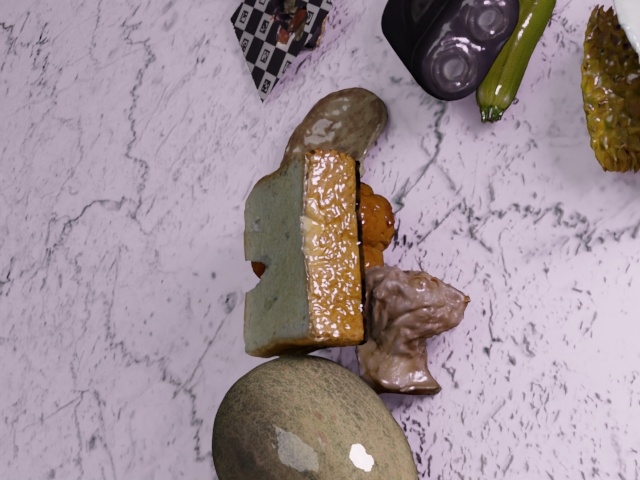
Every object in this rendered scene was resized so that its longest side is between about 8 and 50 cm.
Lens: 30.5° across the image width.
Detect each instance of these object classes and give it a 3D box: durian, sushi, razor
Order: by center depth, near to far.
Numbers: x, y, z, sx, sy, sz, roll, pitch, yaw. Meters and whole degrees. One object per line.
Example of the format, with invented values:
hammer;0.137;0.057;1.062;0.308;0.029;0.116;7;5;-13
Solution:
durian;0.409;-0.224;1.576;0.154;0.187;0.260;-24;62;41
razor;0.200;-0.346;1.844;0.204;0.114;0.349;-56;20;16
sushi;-0.059;-0.435;2.261;0.264;0.050;0.290;-50;40;30

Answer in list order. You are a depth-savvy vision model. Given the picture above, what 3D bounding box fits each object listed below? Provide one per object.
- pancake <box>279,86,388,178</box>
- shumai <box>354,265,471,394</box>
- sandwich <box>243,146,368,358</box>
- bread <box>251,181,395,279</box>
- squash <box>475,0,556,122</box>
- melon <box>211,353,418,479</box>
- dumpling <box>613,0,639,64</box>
pancake;0.021;-0.158;2.002;0.223;0.042;0.236;-15;53;38
shumai;0.109;0.130;1.642;0.206;0.166;0.175;159;124;-65
sandwich;-0.029;0.028;1.668;0.249;0.095;0.273;-27;62;60
bread;0.004;0.011;1.837;0.247;0.135;0.232;-5;76;42
squash;0.294;-0.292;1.796;0.069;0.069;0.258;15;76;49
melon;-0.008;0.295;1.577;0.248;0.249;0.329;-54;43;4
dumpling;0.511;-0.245;1.443;0.270;0.211;0.320;-11;36;15
